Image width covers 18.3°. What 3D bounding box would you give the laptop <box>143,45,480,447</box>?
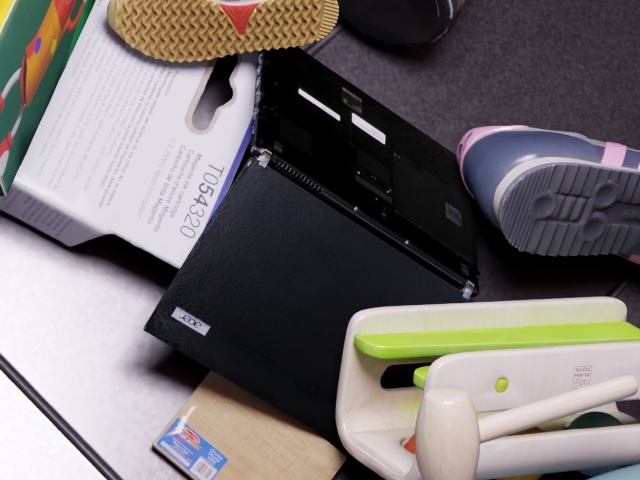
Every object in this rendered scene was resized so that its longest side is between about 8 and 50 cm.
[{"bbox_3d":[0.000,0.000,1.605,0.234,0.136,0.264,33,34,-25],"label":"laptop"}]

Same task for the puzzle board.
[{"bbox_3d":[-0.055,0.165,1.550,0.128,0.011,0.096,40,62,-1],"label":"puzzle board"}]

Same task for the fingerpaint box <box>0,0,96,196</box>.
[{"bbox_3d":[-0.374,-0.272,1.452,0.445,0.163,0.371,15,62,8],"label":"fingerpaint box"}]

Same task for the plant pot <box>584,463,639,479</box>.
[{"bbox_3d":[0.208,0.298,1.467,0.195,0.290,0.290,3,66,5],"label":"plant pot"}]

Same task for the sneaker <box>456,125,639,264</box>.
[{"bbox_3d":[0.260,-0.043,1.707,0.319,0.112,0.131,13,22,-33],"label":"sneaker"}]

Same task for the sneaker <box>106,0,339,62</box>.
[{"bbox_3d":[-0.082,-0.193,1.595,0.186,0.069,0.084,-2,38,-14],"label":"sneaker"}]

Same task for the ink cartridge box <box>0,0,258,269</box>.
[{"bbox_3d":[-0.200,-0.170,1.599,0.330,0.071,0.324,30,61,-15],"label":"ink cartridge box"}]

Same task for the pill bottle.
[{"bbox_3d":[0.095,-0.283,1.725,0.123,0.123,0.219,31,56,-7],"label":"pill bottle"}]

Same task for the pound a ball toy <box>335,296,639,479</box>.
[{"bbox_3d":[0.160,0.140,1.514,0.319,0.208,0.135,-2,107,-31],"label":"pound a ball toy"}]
